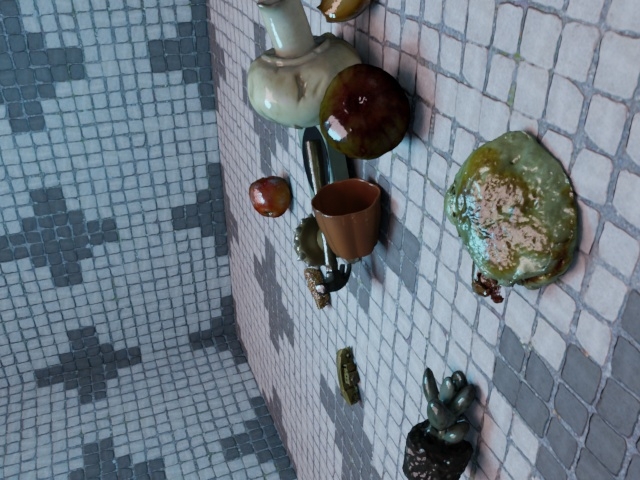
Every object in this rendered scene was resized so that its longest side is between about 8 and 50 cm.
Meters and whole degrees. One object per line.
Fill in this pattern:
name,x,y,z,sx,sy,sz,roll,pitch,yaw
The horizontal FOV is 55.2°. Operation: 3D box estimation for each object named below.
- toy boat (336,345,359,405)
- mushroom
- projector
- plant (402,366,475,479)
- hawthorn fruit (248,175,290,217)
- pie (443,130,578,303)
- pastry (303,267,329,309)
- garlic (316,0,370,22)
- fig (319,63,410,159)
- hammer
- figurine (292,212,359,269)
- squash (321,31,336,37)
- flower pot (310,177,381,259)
toy boat,0.096,0.464,2.108,0.072,0.064,0.206,3,104,56
mushroom,-0.049,-0.462,1.542,0.314,0.314,0.336,55,168,50
projector,0.016,-0.248,1.888,0.257,0.079,0.259,171,88,-72
plant,0.284,0.436,1.416,0.146,0.149,0.274,14,101,25
hawthorn fruit,-0.200,-0.174,2.449,0.173,0.173,0.172,169,90,-72
pie,0.333,-0.043,1.071,0.257,0.106,0.274,-33,71,55
pastry,-0.009,0.172,2.253,0.087,0.063,0.169,99,149,-67
garlic,0.074,-0.624,1.455,0.115,0.128,0.206,-55,-20,-49
fig,0.103,-0.282,1.480,0.321,0.217,0.216,58,-161,-83
hammer,0.012,-0.070,1.755,0.044,0.168,0.439,-5,97,31
figurine,-0.001,0.004,1.941,0.247,0.173,0.177,-147,49,-66
squash,0.015,-0.494,1.761,0.077,0.068,0.219,54,151,42
flower pot,0.080,-0.052,1.678,0.190,0.191,0.173,-125,18,-51
